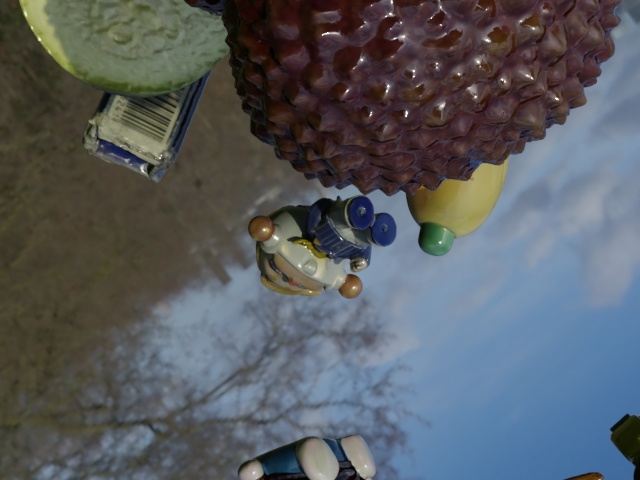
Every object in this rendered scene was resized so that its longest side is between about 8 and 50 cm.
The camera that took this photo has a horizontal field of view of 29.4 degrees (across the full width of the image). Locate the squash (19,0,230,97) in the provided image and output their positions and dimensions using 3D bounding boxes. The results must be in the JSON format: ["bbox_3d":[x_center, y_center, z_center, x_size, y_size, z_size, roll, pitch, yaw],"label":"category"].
[{"bbox_3d":[-0.188,-0.276,1.245,0.252,0.252,0.049,-36,-162,8],"label":"squash"}]

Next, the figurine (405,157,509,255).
[{"bbox_3d":[0.121,-0.134,1.332,0.124,0.324,0.222,15,-128,31],"label":"figurine"}]

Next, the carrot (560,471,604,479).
[{"bbox_3d":[0.376,0.423,2.000,0.191,0.047,0.047,-20,-179,-6],"label":"carrot"}]

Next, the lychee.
[{"bbox_3d":[0.059,-0.179,0.910,0.331,0.305,0.306,2,-179,-3],"label":"lychee"}]

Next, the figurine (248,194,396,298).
[{"bbox_3d":[-0.007,-0.006,1.764,0.274,0.194,0.133,118,-7,-62],"label":"figurine"}]

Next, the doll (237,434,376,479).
[{"bbox_3d":[-0.011,0.460,1.802,0.240,0.309,0.284,-26,161,38],"label":"doll"}]

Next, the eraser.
[{"bbox_3d":[-0.281,-0.264,2.068,0.101,0.155,0.332,-43,-155,55],"label":"eraser"}]

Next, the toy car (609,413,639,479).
[{"bbox_3d":[0.450,0.274,1.374,0.142,0.248,0.200,-42,163,6],"label":"toy car"}]
